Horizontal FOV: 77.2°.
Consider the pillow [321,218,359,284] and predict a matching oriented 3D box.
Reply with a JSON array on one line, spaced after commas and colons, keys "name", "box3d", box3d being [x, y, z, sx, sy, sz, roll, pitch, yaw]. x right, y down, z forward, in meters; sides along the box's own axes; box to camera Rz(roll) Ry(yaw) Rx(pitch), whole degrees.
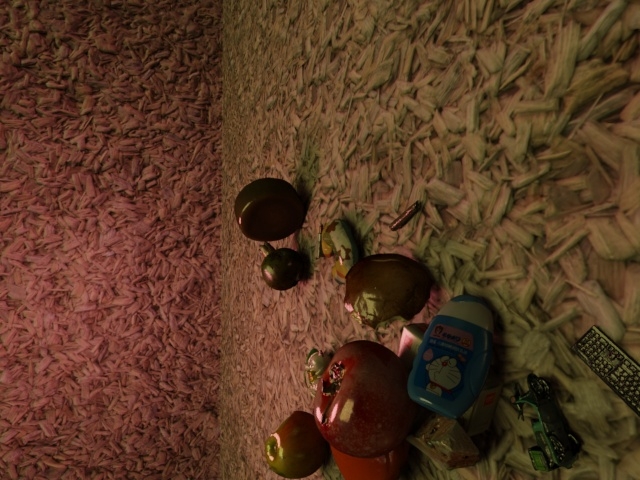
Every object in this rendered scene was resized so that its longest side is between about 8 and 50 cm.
[{"name": "pillow", "box3d": [0.066, 0.040, 1.402, 0.214, 0.086, 0.233, 108, 145, -52]}]

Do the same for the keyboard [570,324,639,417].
[{"name": "keyboard", "box3d": [0.503, 0.235, 0.644, 0.202, 0.011, 0.067, 58, 139, 43]}]

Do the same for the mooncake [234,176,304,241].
[{"name": "mooncake", "box3d": [-0.220, -0.134, 1.708, 0.155, 0.285, 0.284, 65, 144, 41]}]

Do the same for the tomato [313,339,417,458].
[{"name": "tomato", "box3d": [0.113, 0.390, 0.982, 0.270, 0.227, 0.270, -52, 20, 28]}]

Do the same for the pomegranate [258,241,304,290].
[{"name": "pomegranate", "box3d": [-0.179, 0.103, 1.723, 0.248, 0.202, 0.202, 45, 134, 21]}]

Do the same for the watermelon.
[{"name": "watermelon", "box3d": [0.279, 0.447, 0.881, 0.154, 0.094, 0.241, 42, 161, 24]}]

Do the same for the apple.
[{"name": "apple", "box3d": [-0.103, 0.810, 1.591, 0.246, 0.227, 0.245, -3, 86, 61]}]

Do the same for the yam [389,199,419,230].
[{"name": "yam", "box3d": [0.237, -0.066, 1.114, 0.033, 0.027, 0.129, -61, 7, -35]}]

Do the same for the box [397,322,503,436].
[{"name": "box", "box3d": [0.295, 0.324, 0.970, 0.269, 0.079, 0.134, 39, 125, 55]}]

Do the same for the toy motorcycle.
[{"name": "toy motorcycle", "box3d": [0.419, 0.342, 0.760, 0.100, 0.058, 0.173, 131, 129, -60]}]

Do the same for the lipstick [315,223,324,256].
[{"name": "lipstick", "box3d": [0.001, 0.000, 1.563, 0.030, 0.030, 0.129, 17, 106, 61]}]

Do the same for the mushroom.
[{"name": "mushroom", "box3d": [0.191, 0.141, 1.125, 0.302, 0.233, 0.207, 26, -111, -73]}]

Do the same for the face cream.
[{"name": "face cream", "box3d": [0.290, 0.237, 0.861, 0.149, 0.083, 0.263, 15, 66, 33]}]

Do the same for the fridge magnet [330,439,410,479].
[{"name": "fridge magnet", "box3d": [0.132, 0.552, 1.194, 0.364, 0.156, 0.362, -14, 74, 61]}]

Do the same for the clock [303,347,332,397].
[{"name": "clock", "box3d": [0.002, 0.514, 1.510, 0.144, 0.104, 0.230, 112, 146, -52]}]
